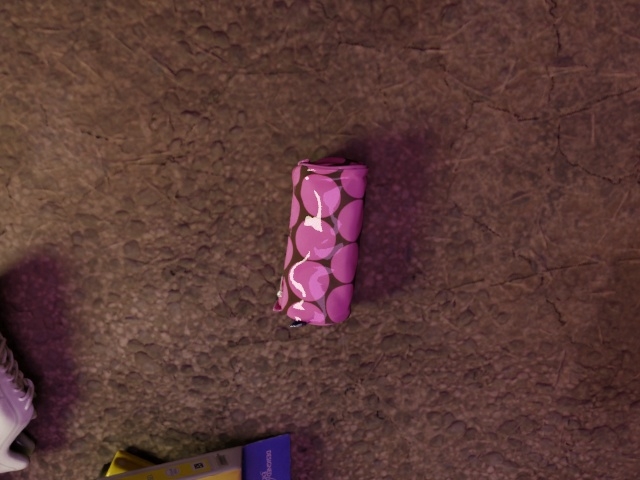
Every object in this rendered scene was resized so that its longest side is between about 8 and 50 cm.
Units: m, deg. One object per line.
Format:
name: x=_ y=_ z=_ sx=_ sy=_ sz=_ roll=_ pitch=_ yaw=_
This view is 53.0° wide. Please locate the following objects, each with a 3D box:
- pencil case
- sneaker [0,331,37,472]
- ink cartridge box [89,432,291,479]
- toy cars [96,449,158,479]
pencil case: x=0.000 y=0.000 z=0.793 sx=0.098 sy=0.095 sz=0.210 roll=11 pitch=103 yaw=13
sneaker: x=-0.432 y=0.185 z=0.839 sx=0.118 sy=0.110 sz=0.292 roll=6 pitch=113 yaw=-9
ink cartridge box: x=-0.174 y=0.437 z=0.864 sx=0.307 sy=0.072 sz=0.304 roll=-6 pitch=106 yaw=-19
toy cars: x=-0.387 y=0.437 z=0.906 sx=0.393 sy=0.087 sz=0.177 roll=-22 pitch=104 yaw=6
